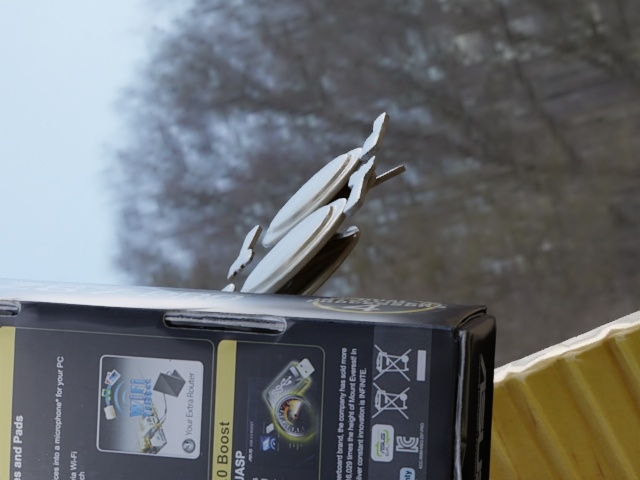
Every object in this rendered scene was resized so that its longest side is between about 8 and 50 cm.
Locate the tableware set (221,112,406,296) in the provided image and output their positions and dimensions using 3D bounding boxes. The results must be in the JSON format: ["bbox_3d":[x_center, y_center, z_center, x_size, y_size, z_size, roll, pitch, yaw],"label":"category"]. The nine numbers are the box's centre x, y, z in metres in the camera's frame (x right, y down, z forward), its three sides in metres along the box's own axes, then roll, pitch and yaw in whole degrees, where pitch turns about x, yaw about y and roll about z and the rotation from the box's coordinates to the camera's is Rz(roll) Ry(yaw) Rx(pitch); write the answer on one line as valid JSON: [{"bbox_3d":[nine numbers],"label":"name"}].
[{"bbox_3d":[0.000,0.000,1.123,0.039,0.128,0.194,46,-162,-9],"label":"tableware set"}]

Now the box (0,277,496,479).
[{"bbox_3d":[-0.090,0.218,0.844,0.097,0.318,0.395,-14,-74,-76],"label":"box"}]

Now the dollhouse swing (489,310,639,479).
[{"bbox_3d":[0.228,0.266,1.252,0.315,0.346,0.305,60,-162,-23],"label":"dollhouse swing"}]
